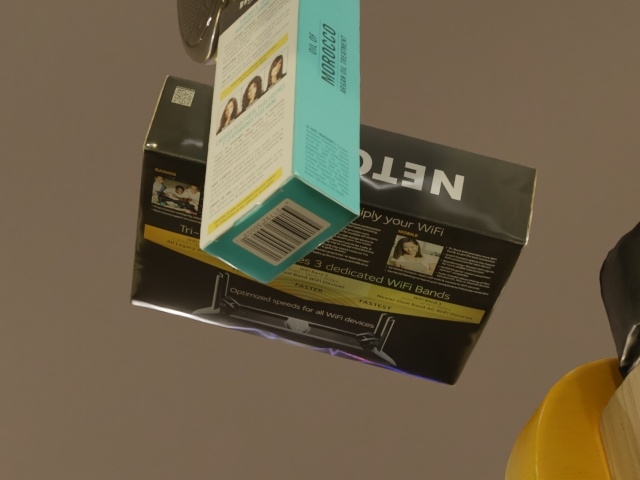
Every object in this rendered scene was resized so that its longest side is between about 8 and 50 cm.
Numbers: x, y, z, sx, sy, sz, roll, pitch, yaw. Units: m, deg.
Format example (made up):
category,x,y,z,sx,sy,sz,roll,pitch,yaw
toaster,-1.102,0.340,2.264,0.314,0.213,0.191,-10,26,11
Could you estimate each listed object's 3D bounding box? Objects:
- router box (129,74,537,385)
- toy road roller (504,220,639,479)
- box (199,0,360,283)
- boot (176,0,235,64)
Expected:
category,x,y,z,sx,sy,sz,roll,pitch,yaw
router box,0.000,0.000,1.205,0.308,0.081,0.243,15,-34,-2
toy road roller,0.239,0.132,0.638,0.329,0.202,0.240,6,-40,-18
box,-0.025,-0.096,1.010,0.060,0.244,0.100,30,-48,-29
boot,0.018,-0.348,1.474,0.284,0.138,0.377,5,-73,-33
